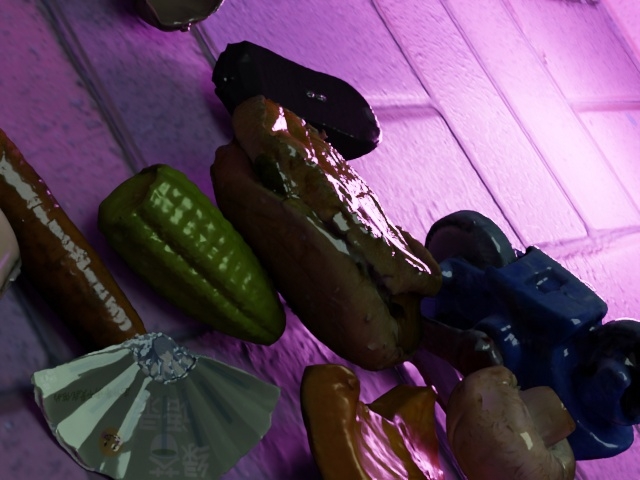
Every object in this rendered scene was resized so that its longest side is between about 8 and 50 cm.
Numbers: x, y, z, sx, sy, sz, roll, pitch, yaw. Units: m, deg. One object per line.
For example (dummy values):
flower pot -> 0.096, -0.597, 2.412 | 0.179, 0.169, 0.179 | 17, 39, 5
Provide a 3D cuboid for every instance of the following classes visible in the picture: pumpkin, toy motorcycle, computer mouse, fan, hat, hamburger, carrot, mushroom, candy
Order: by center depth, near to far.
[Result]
fan -> -0.125, 0.138, 1.236 | 0.240, 0.009, 0.131 | 7, 76, -38
carrot -> -0.202, 0.039, 1.252 | 0.314, 0.066, 0.066 | 54, 27, -4
candy -> -0.106, 0.022, 1.384 | 0.209, 0.097, 0.096 | 45, 28, -24
pumpkin -> 0.091, 0.253, 1.409 | 0.258, 0.095, 0.290 | 12, 48, -63
mushroom -> 0.179, 0.183, 1.427 | 0.148, 0.112, 0.148 | 56, 3, -5
hamburger -> 0.000, -0.001, 1.480 | 0.285, 0.134, 0.265 | 46, 12, 6
toy motorcycle -> 0.220, 0.116, 1.589 | 0.319, 0.182, 0.241 | 38, -22, 31
hat -> -0.181, -0.300, 1.680 | 0.147, 0.085, 0.175 | -7, 40, -46
computer mouse -> -0.030, -0.144, 1.708 | 0.217, 0.073, 0.122 | 19, 40, -38

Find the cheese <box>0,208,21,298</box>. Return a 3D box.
cheese -> -0.323, -0.034, 1.143 | 0.227, 0.064, 0.137 | 46, 25, -15
